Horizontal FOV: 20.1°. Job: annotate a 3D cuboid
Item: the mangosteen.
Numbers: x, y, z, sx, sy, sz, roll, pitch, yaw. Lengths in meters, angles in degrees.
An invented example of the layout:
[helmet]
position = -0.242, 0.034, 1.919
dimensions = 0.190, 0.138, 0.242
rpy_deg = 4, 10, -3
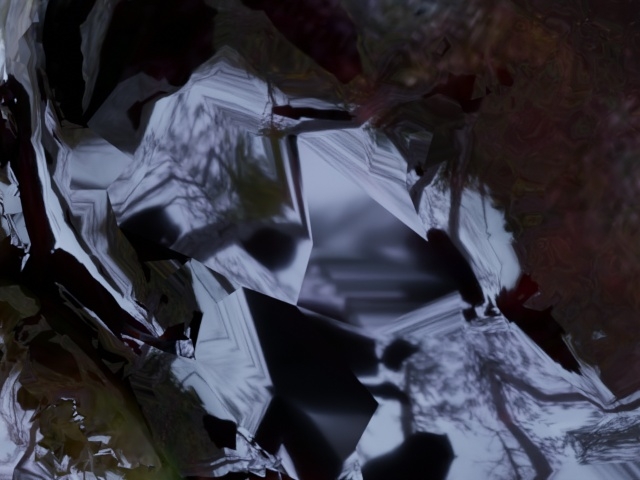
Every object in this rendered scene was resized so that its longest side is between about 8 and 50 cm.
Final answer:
[mangosteen]
position = 0.004, -0.015, 0.780
dimensions = 0.381, 0.421, 0.381
rpy_deg = 57, -167, -20
